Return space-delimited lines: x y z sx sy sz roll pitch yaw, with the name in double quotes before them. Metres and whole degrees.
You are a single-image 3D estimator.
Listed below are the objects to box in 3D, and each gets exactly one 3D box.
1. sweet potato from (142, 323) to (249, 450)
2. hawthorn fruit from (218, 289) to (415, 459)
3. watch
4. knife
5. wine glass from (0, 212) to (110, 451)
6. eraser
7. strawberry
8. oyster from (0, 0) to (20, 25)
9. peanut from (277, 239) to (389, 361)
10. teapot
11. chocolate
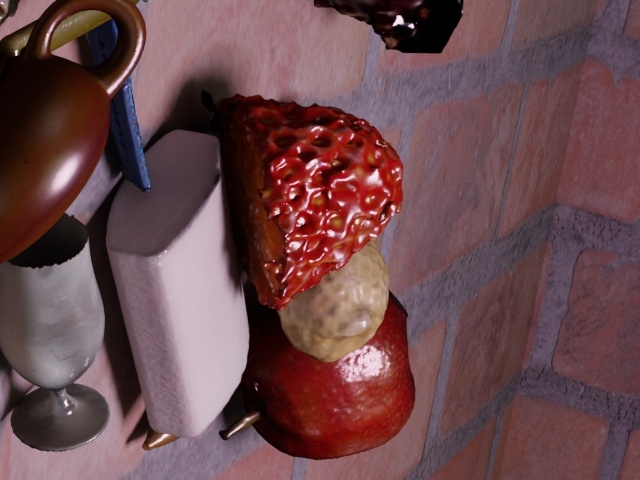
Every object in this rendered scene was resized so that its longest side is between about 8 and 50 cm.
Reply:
"sweet potato" -0.134 0.158 1.713 0.065 0.051 0.218 91 24 -43
"hawthorn fruit" -0.009 0.160 1.851 0.266 0.210 0.230 -35 145 -37
"watch" -0.149 -0.210 1.371 0.276 0.068 0.274 -60 157 -7
"knife" -0.128 -0.223 1.281 0.343 0.027 0.061 -36 142 -39
"wine glass" -0.228 0.076 1.338 0.093 0.093 0.202 -51 151 -49
"eraser" -0.134 0.046 1.565 0.270 0.094 0.174 82 24 -45
"strawberry" -0.011 -0.056 1.604 0.178 0.234 0.234 -14 129 -17
"oyster" -0.267 -0.195 1.071 0.209 0.072 0.133 62 43 -60
"peanut" -0.005 0.002 1.760 0.159 0.143 0.291 -49 -139 47
"teapot" -0.227 -0.084 1.130 0.135 0.178 0.252 40 91 -27
"chocolate" 0.036 -0.324 1.759 0.177 0.206 0.224 0 96 -25
